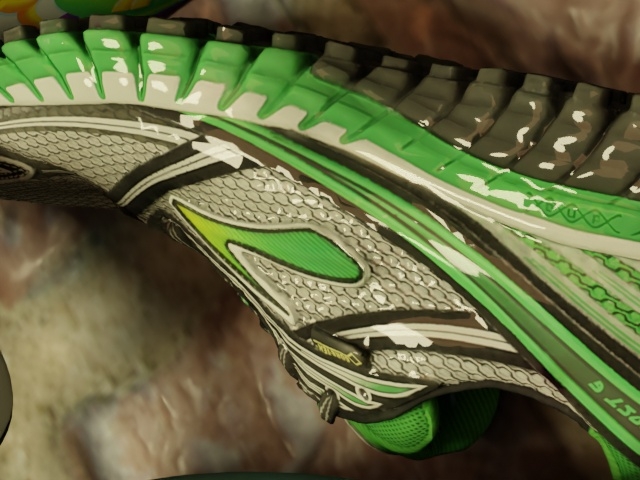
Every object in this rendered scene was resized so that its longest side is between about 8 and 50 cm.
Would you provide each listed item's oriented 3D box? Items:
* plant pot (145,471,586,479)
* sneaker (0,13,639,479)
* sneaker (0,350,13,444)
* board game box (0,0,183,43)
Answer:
[{"bbox_3d":[-0.007,0.192,0.463,0.255,0.271,0.272,-19,81,22],"label":"plant pot"},{"bbox_3d":[0.000,0.000,0.523,0.343,0.134,0.146,15,98,28],"label":"sneaker"},{"bbox_3d":[-0.204,-0.037,0.563,0.283,0.107,0.124,46,155,37],"label":"sneaker"},{"bbox_3d":[-0.073,-0.189,0.558,0.275,0.142,0.144,-30,76,27],"label":"board game box"}]
